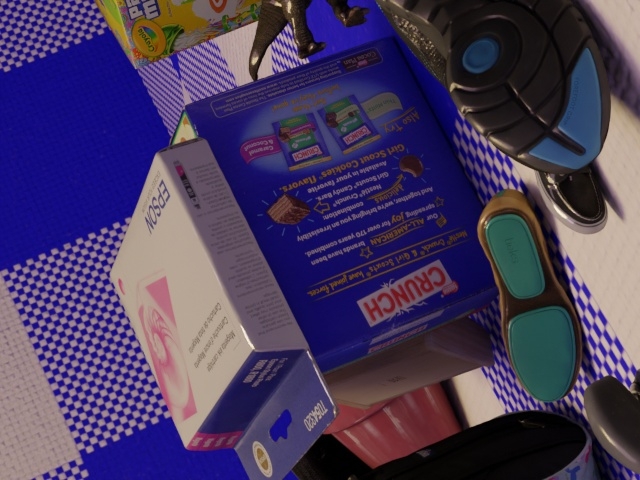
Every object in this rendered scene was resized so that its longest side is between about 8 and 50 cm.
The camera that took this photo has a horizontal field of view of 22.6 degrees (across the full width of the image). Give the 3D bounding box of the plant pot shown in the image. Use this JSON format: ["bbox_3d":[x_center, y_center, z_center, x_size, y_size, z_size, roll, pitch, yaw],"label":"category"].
[{"bbox_3d":[0.099,0.237,2.248,0.180,0.201,0.201,52,171,-10],"label":"plant pot"}]

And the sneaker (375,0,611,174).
[{"bbox_3d":[0.156,-0.162,1.371,0.139,0.125,0.341,46,-171,-47],"label":"sneaker"}]

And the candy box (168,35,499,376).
[{"bbox_3d":[0.021,-0.031,1.768,0.317,0.268,0.122,64,160,16],"label":"candy box"}]

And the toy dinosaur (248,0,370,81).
[{"bbox_3d":[-0.010,-0.301,1.725,0.160,0.121,0.313,63,151,29],"label":"toy dinosaur"}]

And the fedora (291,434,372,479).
[{"bbox_3d":[0.085,0.415,2.301,0.152,0.334,0.334,-67,29,17],"label":"fedora"}]

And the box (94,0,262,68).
[{"bbox_3d":[-0.139,-0.393,1.788,0.290,0.279,0.177,79,163,-47],"label":"box"}]

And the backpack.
[{"bbox_3d":[0.186,0.293,1.736,0.191,0.253,0.225,65,167,-15],"label":"backpack"}]

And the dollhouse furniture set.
[{"bbox_3d":[0.040,0.020,1.939,0.286,0.198,0.303,19,-125,-50],"label":"dollhouse furniture set"}]

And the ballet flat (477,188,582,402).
[{"bbox_3d":[0.216,0.052,1.617,0.073,0.080,0.232,-73,-29,-61],"label":"ballet flat"}]

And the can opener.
[{"bbox_3d":[0.327,0.213,1.342,0.280,0.093,0.074,49,159,44],"label":"can opener"}]

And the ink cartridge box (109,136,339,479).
[{"bbox_3d":[-0.119,0.104,1.755,0.330,0.071,0.324,64,154,17],"label":"ink cartridge box"}]

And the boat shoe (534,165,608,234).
[{"bbox_3d":[0.209,-0.070,1.405,0.040,0.049,0.142,90,157,-63],"label":"boat shoe"}]
